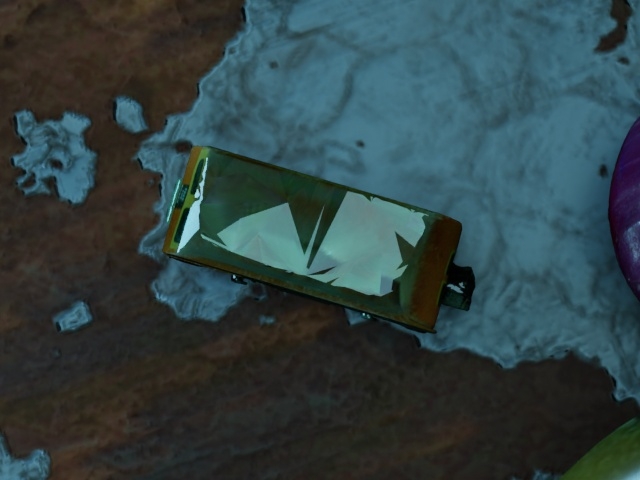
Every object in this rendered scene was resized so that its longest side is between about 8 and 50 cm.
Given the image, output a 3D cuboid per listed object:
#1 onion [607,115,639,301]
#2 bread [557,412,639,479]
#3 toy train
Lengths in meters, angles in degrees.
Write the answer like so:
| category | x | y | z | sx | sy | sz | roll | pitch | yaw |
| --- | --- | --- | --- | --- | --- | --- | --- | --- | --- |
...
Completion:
| category | x | y | z | sx | sy | sz | roll | pitch | yaw |
| --- | --- | --- | --- | --- | --- | --- | --- | --- | --- |
| onion | 0.249 | -0.017 | 0.836 | 0.177 | 0.153 | 0.177 | 0 | 92 | 10 |
| bread | 0.286 | 0.228 | 0.741 | 0.395 | 0.239 | 0.264 | 17 | 79 | -19 |
| toy train | 0.000 | 0.000 | 0.862 | 0.188 | 0.099 | 0.072 | 16 | 83 | 4 |
